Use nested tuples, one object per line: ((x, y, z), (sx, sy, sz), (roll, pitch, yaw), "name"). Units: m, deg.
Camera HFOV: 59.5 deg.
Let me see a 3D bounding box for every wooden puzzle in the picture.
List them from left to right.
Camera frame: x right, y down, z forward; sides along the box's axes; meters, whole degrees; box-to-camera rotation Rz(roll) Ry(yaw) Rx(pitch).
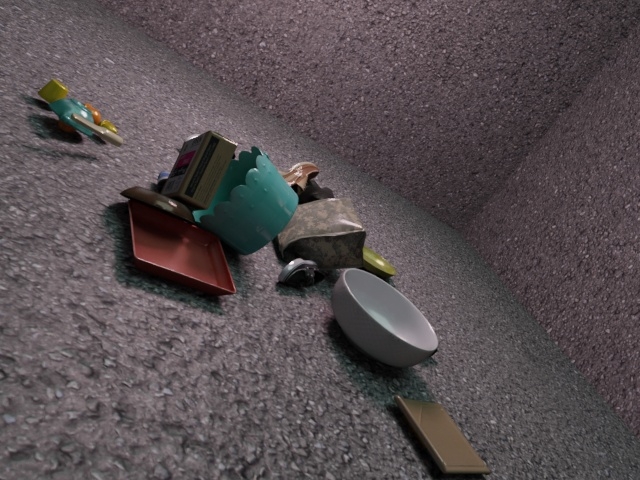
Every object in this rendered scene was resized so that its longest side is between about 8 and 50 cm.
((0.299, 0.494, 1.407), (0.239, 0.044, 0.221), (27, 19, -42), "wooden puzzle")

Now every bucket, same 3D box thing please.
((-0.210, -0.105, 1.571), (0.183, 0.281, 0.281), (45, 12, -26), "bucket")

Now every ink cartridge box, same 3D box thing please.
((-0.335, -0.180, 1.504), (0.088, 0.193, 0.235), (27, -13, -27), "ink cartridge box")

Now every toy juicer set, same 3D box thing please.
((-0.669, -0.325, 1.585), (0.329, 0.089, 0.209), (42, 3, 43), "toy juicer set")

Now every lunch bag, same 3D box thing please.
((-0.013, -0.017, 1.873), (0.287, 0.168, 0.235), (-5, 33, -9), "lunch bag")

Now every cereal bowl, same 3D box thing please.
((0.164, 0.242, 1.618), (0.339, 0.141, 0.339), (33, 17, -12), "cereal bowl")

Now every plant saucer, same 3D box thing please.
((-0.404, -0.093, 1.415), (0.199, 0.036, 0.198), (21, -5, 2), "plant saucer")
((-0.345, 0.027, 1.347), (0.259, 0.047, 0.259), (25, 20, -34), "plant saucer")
((0.196, 0.079, 2.248), (0.241, 0.037, 0.241), (31, 12, -8), "plant saucer")

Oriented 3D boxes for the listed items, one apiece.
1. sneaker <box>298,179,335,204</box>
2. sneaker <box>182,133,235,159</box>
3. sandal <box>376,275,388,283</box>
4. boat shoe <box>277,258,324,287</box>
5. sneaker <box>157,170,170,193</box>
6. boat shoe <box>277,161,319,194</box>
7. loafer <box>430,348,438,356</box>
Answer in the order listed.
((-0.007, -0.179, 2.450), (0.286, 0.109, 0.130), (7, 42, -52), "sneaker")
((-0.395, -0.330, 2.072), (0.121, 0.079, 0.217), (30, 15, 27), "sneaker")
((0.228, 0.161, 2.116), (0.067, 0.040, 0.179), (37, 17, -1), "sandal")
((-0.048, 0.108, 1.677), (0.076, 0.080, 0.228), (41, 10, 17), "boat shoe")
((-0.388, -0.154, 1.674), (0.211, 0.080, 0.081), (24, 23, -37), "sneaker")
((-0.116, -0.228, 2.266), (0.325, 0.123, 0.116), (-26, 75, -43), "boat shoe")
((0.328, 0.343, 1.826), (0.148, 0.056, 0.050), (33, 14, -48), "loafer")
